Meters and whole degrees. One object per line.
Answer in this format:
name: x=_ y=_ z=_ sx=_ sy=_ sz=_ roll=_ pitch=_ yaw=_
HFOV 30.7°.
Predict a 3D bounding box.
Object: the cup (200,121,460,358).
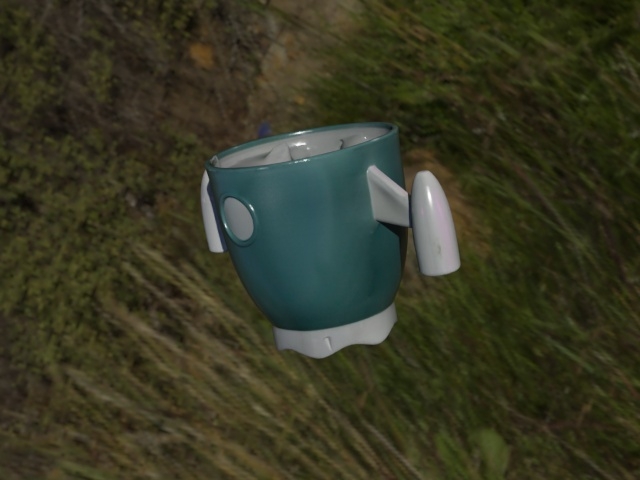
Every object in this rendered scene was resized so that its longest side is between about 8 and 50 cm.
cup: x=0.000 y=0.000 z=0.984 sx=0.300 sy=0.167 sz=0.173 roll=5 pitch=111 yaw=48
